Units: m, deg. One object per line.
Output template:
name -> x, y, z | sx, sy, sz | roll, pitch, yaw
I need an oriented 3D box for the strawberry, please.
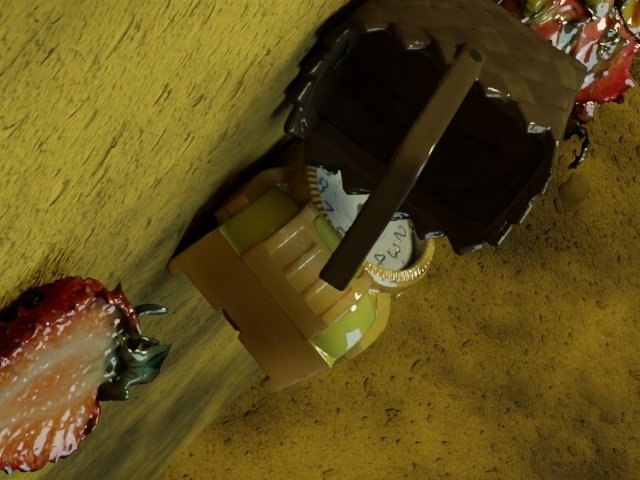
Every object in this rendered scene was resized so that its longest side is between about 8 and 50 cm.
strawberry -> -0.275, 0.121, 1.489 | 0.286, 0.106, 0.188 | -23, 134, -43

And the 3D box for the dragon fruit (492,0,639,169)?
dragon fruit -> 0.243, -0.265, 1.928 | 0.291, 0.250, 0.269 | 17, 102, -46

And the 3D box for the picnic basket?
picnic basket -> 0.106, -0.114, 1.725 | 0.321, 0.291, 0.254 | -58, -179, -40

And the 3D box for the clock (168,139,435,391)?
clock -> 0.000, 0.000, 1.960 | 0.200, 0.244, 0.317 | -28, -167, 41
